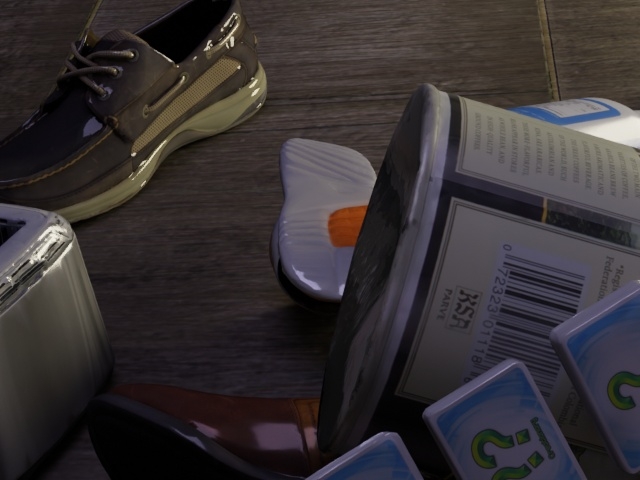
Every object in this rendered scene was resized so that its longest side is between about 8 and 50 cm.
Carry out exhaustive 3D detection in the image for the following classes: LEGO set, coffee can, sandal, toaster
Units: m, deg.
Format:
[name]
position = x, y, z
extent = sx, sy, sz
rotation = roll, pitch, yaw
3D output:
[LEGO set]
position = 0.125, 0.168, 0.628
extent = 0.182, 0.244, 0.060
rotation = -30, 16, -6
[coffee can]
position = 0.157, 0.050, 0.745
extent = 0.275, 0.202, 0.201
rotation = 16, 31, -4
[sandal]
position = 0.011, 0.001, 1.072
extent = 0.102, 0.076, 0.265
rotation = 9, 24, -7
[toaster]
position = -0.234, 0.073, 0.920
extent = 0.129, 0.146, 0.227
rotation = 7, 33, 23

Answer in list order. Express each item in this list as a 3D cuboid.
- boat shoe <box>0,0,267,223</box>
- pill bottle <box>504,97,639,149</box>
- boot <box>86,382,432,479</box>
[boat shoe]
position = -0.190, -0.131, 1.276
extent = 0.132, 0.130, 0.355
rotation = 14, 36, 32
[pill bottle]
position = 0.176, -0.040, 1.033
extent = 0.221, 0.124, 0.124
rotation = -12, 26, -44
[boot]
position = 0.028, 0.090, 0.892
extent = 0.264, 0.096, 0.280
rotation = 10, 33, 27
